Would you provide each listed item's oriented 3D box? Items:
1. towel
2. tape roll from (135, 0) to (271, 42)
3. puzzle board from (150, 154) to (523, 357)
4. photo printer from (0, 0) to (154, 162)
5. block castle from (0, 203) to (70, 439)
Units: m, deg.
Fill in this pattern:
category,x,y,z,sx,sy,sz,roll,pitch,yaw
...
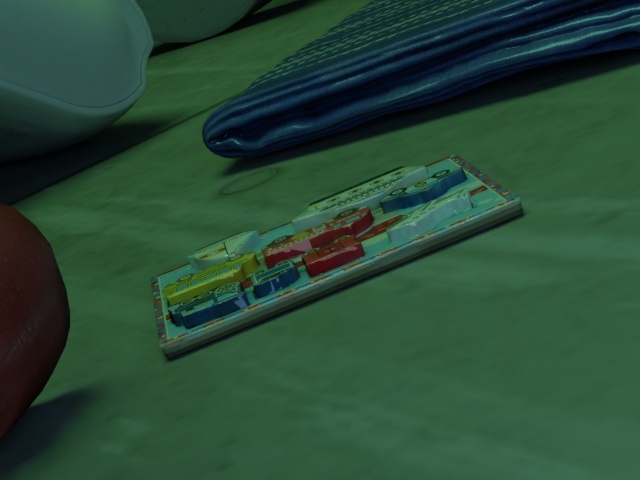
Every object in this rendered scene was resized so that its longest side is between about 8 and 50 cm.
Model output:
category,x,y,z,sx,sy,sz,roll,pitch,yaw
towel,0.100,-0.127,0.828,0.243,0.040,0.336,-16,14,26
tape roll,-0.119,-0.276,1.267,0.219,0.219,0.072,-13,18,29
puzzle board,0.000,0.000,0.550,0.128,0.011,0.096,-22,15,-3
photo printer,-0.272,-0.130,0.934,0.307,0.107,0.256,18,-16,-37
block castle,-0.294,-0.082,0.410,0.303,0.453,0.213,-20,22,10
